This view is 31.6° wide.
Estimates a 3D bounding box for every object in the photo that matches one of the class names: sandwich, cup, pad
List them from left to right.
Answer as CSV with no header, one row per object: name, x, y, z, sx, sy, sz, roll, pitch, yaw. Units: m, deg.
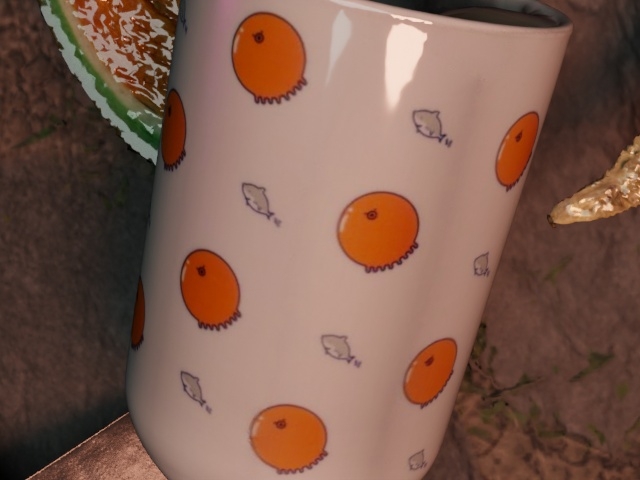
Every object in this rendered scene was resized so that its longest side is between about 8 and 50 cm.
pad,-0.138,0.190,0.802,0.193,0.004,0.116,-33,92,-15
sandwich,-0.113,-0.166,0.754,0.159,0.079,0.235,-43,91,7
cup,0.000,0.000,0.666,0.212,0.212,0.318,17,110,11

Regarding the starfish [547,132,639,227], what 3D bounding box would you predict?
starfish,0.236,-0.184,0.651,0.301,0.084,0.294,-17,86,7
